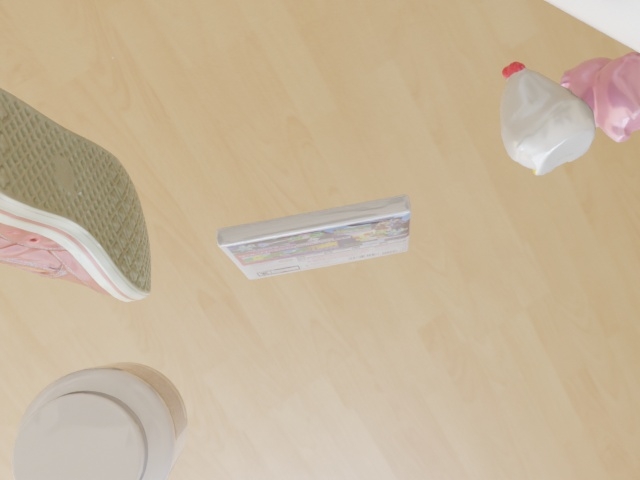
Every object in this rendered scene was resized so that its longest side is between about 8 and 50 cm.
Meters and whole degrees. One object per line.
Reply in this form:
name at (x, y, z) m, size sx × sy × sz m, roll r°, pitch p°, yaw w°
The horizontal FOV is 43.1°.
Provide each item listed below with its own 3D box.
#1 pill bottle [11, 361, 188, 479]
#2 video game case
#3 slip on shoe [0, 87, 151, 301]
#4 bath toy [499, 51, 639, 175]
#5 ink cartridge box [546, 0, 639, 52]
pill bottle at (-0.137, 0.126, 0.514) m, size 0.094 × 0.169 × 0.094 m, roll 1°, pitch 83°, yaw -5°
video game case at (0.000, 0.000, 0.907) m, size 0.202 × 0.183 × 0.023 m, roll -10°, pitch 76°, yaw 3°
slip on shoe at (-0.226, -0.024, 0.653) m, size 0.101 × 0.331 × 0.122 m, roll -12°, pitch 72°, yaw 11°
bath toy at (0.347, -0.181, 0.929) m, size 0.348 × 0.151 × 0.129 m, roll -21°, pitch 67°, yaw -17°
ink cartridge box at (0.228, -0.179, 0.372) m, size 0.296 × 0.261 × 0.066 m, roll 37°, pitch 65°, yaw 18°
